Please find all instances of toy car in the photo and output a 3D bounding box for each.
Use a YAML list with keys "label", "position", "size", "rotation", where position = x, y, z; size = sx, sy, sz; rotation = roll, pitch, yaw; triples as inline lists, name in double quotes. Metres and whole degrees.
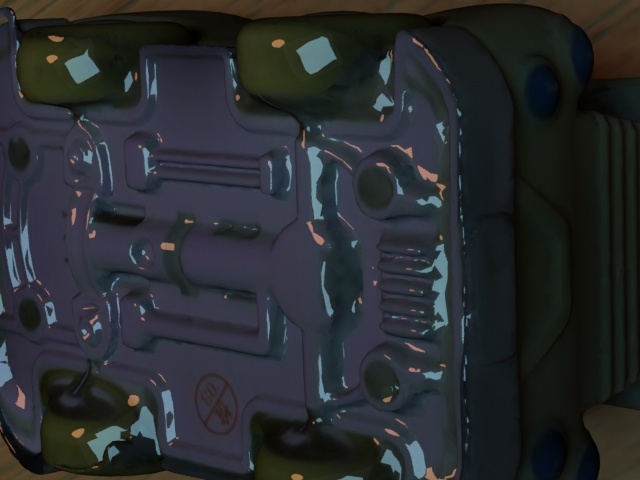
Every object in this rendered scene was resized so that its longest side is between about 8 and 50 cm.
- label: "toy car"
  position: [0.000, 0.000, 0.849]
  size: [0.336, 0.226, 0.242]
  rotation: [4, 100, 46]
